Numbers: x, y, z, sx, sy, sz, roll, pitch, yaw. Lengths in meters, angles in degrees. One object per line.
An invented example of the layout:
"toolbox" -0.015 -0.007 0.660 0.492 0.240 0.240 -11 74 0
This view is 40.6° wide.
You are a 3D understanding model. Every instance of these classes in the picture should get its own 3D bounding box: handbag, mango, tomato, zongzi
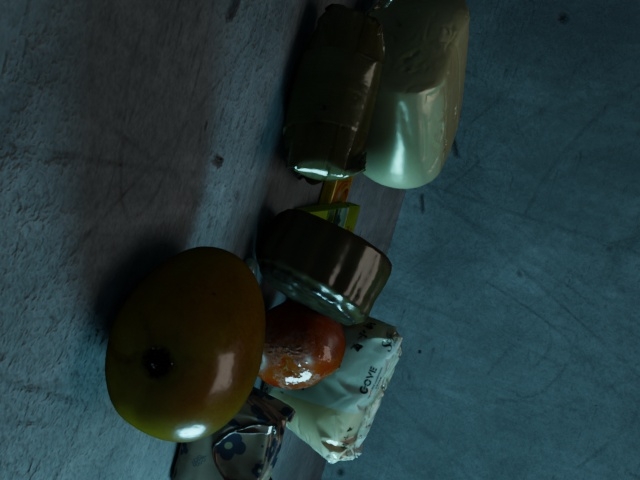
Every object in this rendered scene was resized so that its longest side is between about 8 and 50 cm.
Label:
"handbag" -0.177 0.424 1.796 0.190 0.193 0.252 -14 119 -71
"mango" -0.190 0.143 1.322 0.378 0.221 0.264 -69 168 -71
"tomato" -0.054 0.232 2.027 0.232 0.232 0.189 -57 141 -51
"zongzi" 0.036 -0.332 1.825 0.418 0.181 0.447 151 -47 -86

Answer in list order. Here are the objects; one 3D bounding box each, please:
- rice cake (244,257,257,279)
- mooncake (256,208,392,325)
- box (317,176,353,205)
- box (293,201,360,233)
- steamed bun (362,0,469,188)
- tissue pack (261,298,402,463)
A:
"rice cake" -0.152 0.111 1.853 0.180 0.030 0.042 94 12 -46
"mooncake" -0.001 0.059 1.877 0.161 0.290 0.290 -62 166 -12
"box" 0.040 -0.128 2.338 0.152 0.043 0.269 -9 117 -71
"box" 0.000 0.000 2.216 0.335 0.047 0.187 -12 119 -65
"steamed bun" 0.191 -0.386 2.105 0.456 0.289 0.371 -64 160 -43
"tissue pack" 0.019 0.334 2.206 0.195 0.390 0.376 14 95 -46
